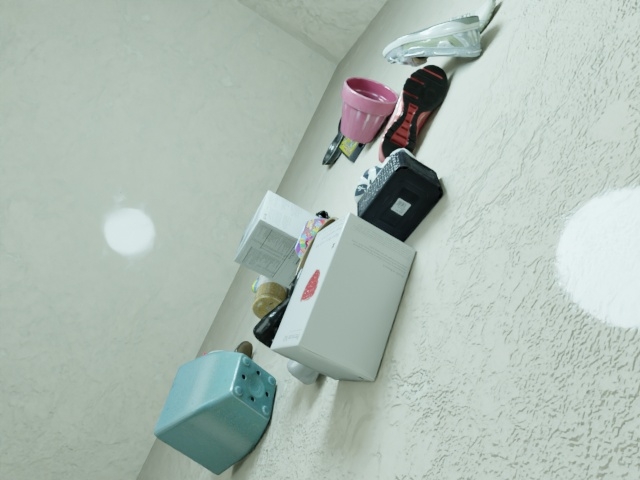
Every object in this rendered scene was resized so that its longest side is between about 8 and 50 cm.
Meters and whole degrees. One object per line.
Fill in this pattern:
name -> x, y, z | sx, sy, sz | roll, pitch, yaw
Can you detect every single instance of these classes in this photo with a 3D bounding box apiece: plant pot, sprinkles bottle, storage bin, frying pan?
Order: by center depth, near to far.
storage bin -> 0.173, -0.091, 1.093 | 0.180, 0.122, 0.084 | -54, 16, 30
plant pot -> 0.027, 0.062, 1.349 | 0.237, 0.109, 0.237 | -54, 16, 24
plant pot -> -0.268, 0.466, 1.396 | 0.252, 0.247, 0.248 | -34, 25, 25
plant pot -> 0.158, -0.460, 1.748 | 0.201, 0.201, 0.180 | -80, 7, -52
sprinkles bottle -> -0.180, 0.155, 1.883 | 0.121, 0.121, 0.356 | -54, 16, 28
frying pan -> 0.072, -0.462, 2.301 | 0.197, 0.053, 0.326 | -54, 14, 28

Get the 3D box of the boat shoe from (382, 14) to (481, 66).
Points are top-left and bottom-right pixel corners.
boat shoe -> 0.298, -0.528, 1.340 | 0.118, 0.103, 0.320 | -27, 20, -34

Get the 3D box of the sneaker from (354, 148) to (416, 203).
sneaker -> 0.152, -0.126, 1.291 | 0.235, 0.094, 0.153 | -31, 23, 45

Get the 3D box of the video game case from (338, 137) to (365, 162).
video game case -> 0.168, -0.453, 1.981 | 0.248, 0.035, 0.275 | -58, 15, 13

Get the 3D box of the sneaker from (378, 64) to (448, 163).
sneaker -> 0.241, -0.351, 1.369 | 0.314, 0.115, 0.136 | -60, 7, -4

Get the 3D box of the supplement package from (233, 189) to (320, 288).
supplement package -> -0.118, 0.008, 1.646 | 0.198, 0.262, 0.199 | -54, 16, 30

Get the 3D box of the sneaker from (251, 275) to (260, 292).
sneaker -> -0.226, 0.157, 2.189 | 0.082, 0.069, 0.209 | -2, 45, 36

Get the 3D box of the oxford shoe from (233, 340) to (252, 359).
oxford shoe -> -0.282, 0.464, 1.786 | 0.096, 0.083, 0.227 | -27, 32, 33

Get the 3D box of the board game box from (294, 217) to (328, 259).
board game box -> 0.000, 0.000, 1.504 | 0.033, 0.133, 0.169 | 101, -170, -66

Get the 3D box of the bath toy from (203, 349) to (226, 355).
bath toy -> -0.472, 0.599, 2.062 | 0.151, 0.128, 0.348 | -53, 16, 32

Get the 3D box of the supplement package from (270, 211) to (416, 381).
supplement package -> 0.047, 0.124, 1.022 | 0.177, 0.175, 0.293 | -31, 34, 62

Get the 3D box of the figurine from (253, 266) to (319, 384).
figurine -> -0.034, 0.205, 1.190 | 0.210, 0.214, 0.092 | -56, -30, 7

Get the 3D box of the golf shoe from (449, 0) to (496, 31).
golf shoe -> 0.397, -0.592, 1.329 | 0.176, 0.086, 0.069 | -48, 18, 39

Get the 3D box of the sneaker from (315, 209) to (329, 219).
sneaker -> -0.011, -0.049, 1.796 | 0.085, 0.058, 0.152 | -58, 5, 51
